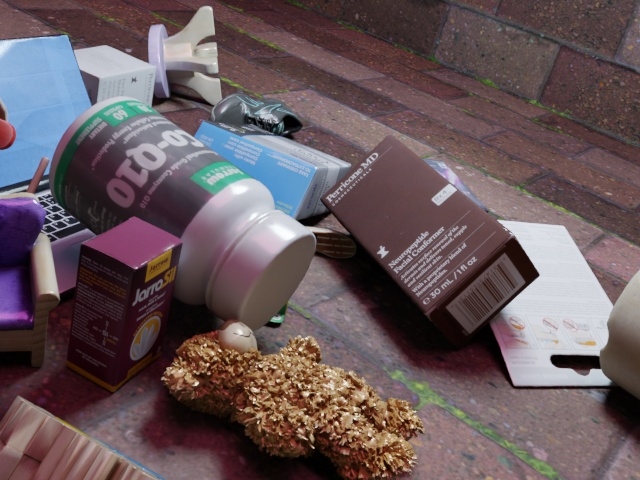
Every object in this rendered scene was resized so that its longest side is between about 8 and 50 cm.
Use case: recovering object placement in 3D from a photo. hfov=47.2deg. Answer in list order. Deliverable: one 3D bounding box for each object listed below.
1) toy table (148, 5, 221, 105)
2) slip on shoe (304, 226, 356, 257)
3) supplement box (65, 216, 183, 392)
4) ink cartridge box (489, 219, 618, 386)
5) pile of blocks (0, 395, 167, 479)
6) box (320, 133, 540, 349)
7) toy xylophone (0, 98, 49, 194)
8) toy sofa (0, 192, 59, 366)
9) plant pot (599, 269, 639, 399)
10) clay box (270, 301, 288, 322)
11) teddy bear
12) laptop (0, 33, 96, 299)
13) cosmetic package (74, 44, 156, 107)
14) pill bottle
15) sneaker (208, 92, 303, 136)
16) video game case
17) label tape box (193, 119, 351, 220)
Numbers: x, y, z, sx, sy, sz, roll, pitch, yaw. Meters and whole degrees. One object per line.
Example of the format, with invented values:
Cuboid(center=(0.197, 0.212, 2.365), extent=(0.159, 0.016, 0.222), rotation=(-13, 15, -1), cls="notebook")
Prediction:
Cuboid(center=(-0.342, -0.460, 1.873), extent=(0.160, 0.252, 0.274), rotation=(-6, 39, -5), cls="toy table")
Cuboid(center=(0.000, 0.000, 1.371), extent=(0.135, 0.052, 0.041), rotation=(7, 16, -4), cls="slip on shoe")
Cuboid(center=(-0.248, 0.080, 0.925), extent=(0.080, 0.188, 0.104), rotation=(25, 28, 15), cls="supplement box")
Cuboid(center=(0.389, 0.123, 1.349), extent=(0.308, 0.091, 0.385), rotation=(5, 46, -22), cls="ink cartridge box")
Cuboid(center=(-0.192, 0.277, 0.709), extent=(0.362, 0.149, 0.113), rotation=(20, 69, 27), cls="pile of blocks")
Cuboid(center=(0.179, -0.012, 1.293), extent=(0.143, 0.191, 0.381), rotation=(45, 2, -41), cls="box")
Cuboid(center=(-0.518, -0.078, 1.003), extent=(0.236, 0.323, 0.081), rotation=(16, -5, 2), cls="toy xylophone")
Cuboid(center=(-0.506, 0.045, 0.866), extent=(0.362, 0.177, 0.150), rotation=(3, 30, -26), cls="toy sofa")
Cuboid(center=(0.615, 0.180, 1.104), extent=(0.333, 0.334, 0.305), rotation=(-9, 26, -39), cls="plant pot")
Cuboid(center=(-0.106, 0.048, 1.212), extent=(0.127, 0.053, 0.222), rotation=(13, 26, -3), cls="clay box")
Cuboid(center=(-0.026, 0.192, 0.923), extent=(0.338, 0.113, 0.245), rotation=(29, 27, 23), cls="teddy bear")
Cuboid(center=(-0.427, -0.147, 1.204), extent=(0.407, 0.236, 0.382), rotation=(27, 29, 20), cls="laptop")
Cuboid(center=(-0.480, -0.322, 1.597), extent=(0.151, 0.151, 0.183), rotation=(25, 30, 18), cls="cosmetic package")
Cuboid(center=(-0.197, -0.037, 1.060), extent=(0.361, 0.204, 0.204), rotation=(34, 31, 17), cls="pill bottle")
Cuboid(center=(-0.153, -0.298, 1.789), extent=(0.106, 0.101, 0.267), rotation=(37, 34, 30), cls="sneaker")
Cuboid(center=(0.268, -0.140, 1.803), extent=(0.196, 0.026, 0.274), rotation=(5, 28, -20), cls="video game case")
Cuboid(center=(-0.110, -0.140, 1.415), extent=(0.249, 0.115, 0.347), rotation=(24, 11, 14), cls="label tape box")
